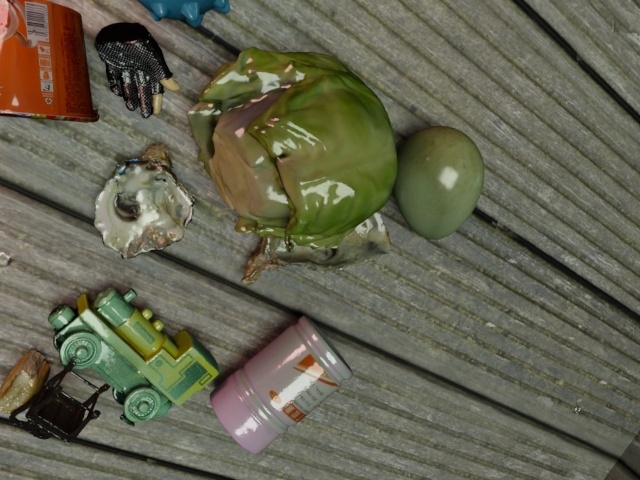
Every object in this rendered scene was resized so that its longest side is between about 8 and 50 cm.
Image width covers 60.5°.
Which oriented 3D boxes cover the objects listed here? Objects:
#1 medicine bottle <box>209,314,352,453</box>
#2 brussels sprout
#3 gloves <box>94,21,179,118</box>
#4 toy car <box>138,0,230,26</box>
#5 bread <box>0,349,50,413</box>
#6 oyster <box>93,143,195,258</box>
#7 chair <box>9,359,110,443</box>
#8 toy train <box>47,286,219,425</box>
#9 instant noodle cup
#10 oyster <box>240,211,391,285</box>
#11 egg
[{"bbox_3d":[-0.097,0.362,1.392,0.316,0.202,0.202,-39,117,-2],"label":"medicine bottle"},{"bbox_3d":[-0.031,-0.197,1.141,0.361,0.425,0.342,-28,163,-32],"label":"brussels sprout"},{"bbox_3d":[-0.365,-0.338,1.109,0.129,0.106,0.180,-21,143,-11],"label":"gloves"},{"bbox_3d":[-0.243,-0.508,1.031,0.255,0.188,0.190,-30,126,-12],"label":"toy car"},{"bbox_3d":[-0.659,0.323,1.223,0.082,0.106,0.125,37,96,-26],"label":"bread"},{"bbox_3d":[-0.388,-0.075,1.193,0.223,0.083,0.214,-25,112,-4],"label":"oyster"},{"bbox_3d":[-0.559,0.366,1.137,0.229,0.113,0.106,-41,111,12],"label":"chair"},{"bbox_3d":[-0.435,0.249,1.263,0.237,0.150,0.369,-42,118,-11],"label":"toy train"},{"bbox_3d":[-0.526,-0.315,0.974,0.250,0.250,0.192,1,101,-20],"label":"instant noodle cup"},{"bbox_3d":[-0.016,-0.022,1.351,0.396,0.111,0.204,-11,95,-16],"label":"oyster"},{"bbox_3d":[0.286,-0.133,1.343,0.218,0.218,0.295,-13,121,-15],"label":"egg"}]
